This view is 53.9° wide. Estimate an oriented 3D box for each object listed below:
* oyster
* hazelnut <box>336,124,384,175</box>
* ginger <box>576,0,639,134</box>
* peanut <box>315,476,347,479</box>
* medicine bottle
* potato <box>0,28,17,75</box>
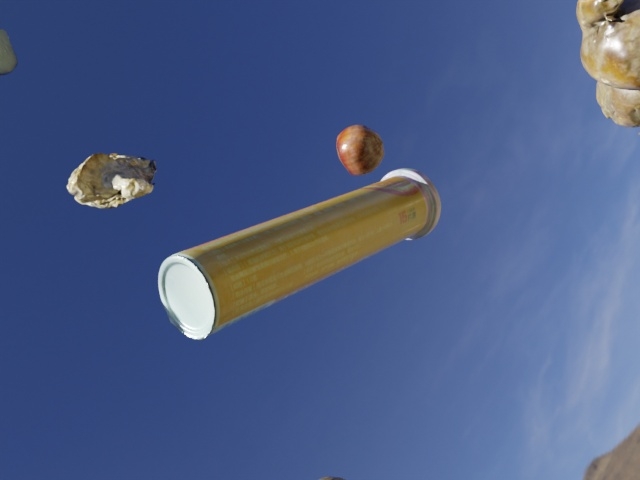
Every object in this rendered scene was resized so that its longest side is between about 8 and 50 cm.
[{"bbox_3d":[-0.327,-0.107,1.012,0.163,0.191,0.081,-40,-45,-44],"label":"oyster"},{"bbox_3d":[0.068,-0.156,1.070,0.086,0.086,0.086,-28,-49,-37],"label":"hazelnut"},{"bbox_3d":[0.567,-0.300,1.090,0.176,0.256,0.375,-44,-54,13],"label":"ginger"},{"bbox_3d":[-0.063,0.513,0.975,0.387,0.192,0.170,-26,-40,-39],"label":"peanut"},{"bbox_3d":[0.000,0.000,0.783,0.426,0.108,0.108,-23,-52,-47],"label":"medicine bottle"},{"bbox_3d":[-0.592,-0.300,1.039,0.120,0.149,0.081,-14,-74,3],"label":"potato"}]
